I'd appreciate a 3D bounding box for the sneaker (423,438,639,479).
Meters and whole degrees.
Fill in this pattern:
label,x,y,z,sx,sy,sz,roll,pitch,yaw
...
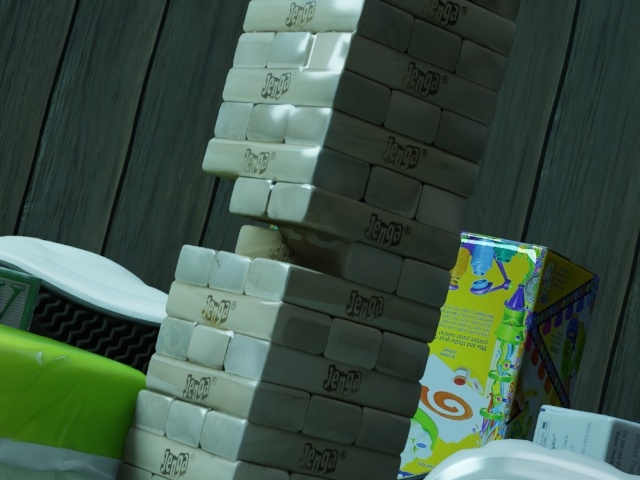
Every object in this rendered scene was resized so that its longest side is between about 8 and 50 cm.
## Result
label,x,y,z,sx,sy,sz,roll,pitch,yaw
sneaker,0.138,0.146,0.408,0.281,0.105,0.115,15,25,14

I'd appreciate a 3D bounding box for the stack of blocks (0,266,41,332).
label,x,y,z,sx,sy,sz,roll,pitch,yaw
stack of blocks,-0.311,0.023,0.914,0.297,0.171,0.087,18,-6,-32

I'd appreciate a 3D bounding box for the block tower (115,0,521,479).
label,x,y,z,sx,sy,sz,roll,pitch,yaw
block tower,0.000,0.000,0.748,0.097,0.335,0.091,18,-6,-37

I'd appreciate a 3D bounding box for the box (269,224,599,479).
label,x,y,z,sx,sy,sz,roll,pitch,yaw
box,0.085,0.128,1.640,0.290,0.279,0.177,12,-5,27

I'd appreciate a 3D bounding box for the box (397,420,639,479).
label,x,y,z,sx,sy,sz,roll,pitch,yaw
box,0.123,0.157,1.045,0.220,0.051,0.175,-14,-8,7

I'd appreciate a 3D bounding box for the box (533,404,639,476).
label,x,y,z,sx,sy,sz,roll,pitch,yaw
box,0.176,0.164,0.886,0.137,0.126,0.072,17,-7,-24

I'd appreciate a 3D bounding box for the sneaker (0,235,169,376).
label,x,y,z,sx,sy,sz,roll,pitch,yaw
sneaker,-0.104,0.072,1.096,0.290,0.106,0.123,30,13,0

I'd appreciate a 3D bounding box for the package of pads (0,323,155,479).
label,x,y,z,sx,sy,sz,roll,pitch,yaw
package of pads,-0.259,0.058,0.739,0.297,0.101,0.229,19,-6,-43
